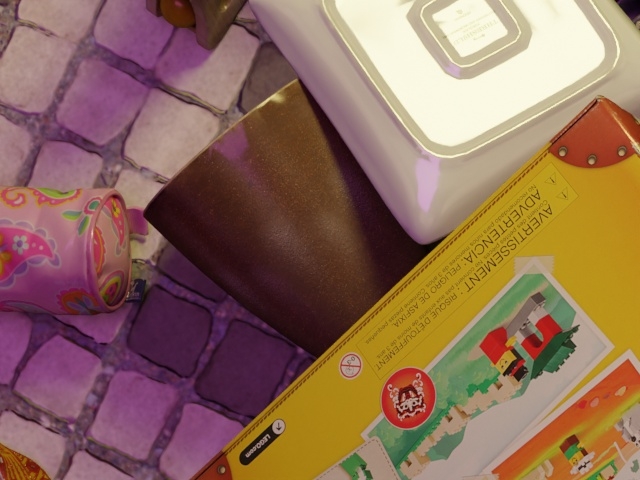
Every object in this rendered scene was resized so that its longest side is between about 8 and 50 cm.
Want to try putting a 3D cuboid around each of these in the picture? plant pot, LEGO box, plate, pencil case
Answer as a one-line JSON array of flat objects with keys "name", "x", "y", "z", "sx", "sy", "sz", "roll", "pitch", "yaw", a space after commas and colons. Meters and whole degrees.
[{"name": "plant pot", "x": 0.000, "y": 0.000, "z": 1.738, "sx": 0.215, "sy": 0.215, "sz": 0.230, "roll": -40, "pitch": 87, "yaw": 9}, {"name": "LEGO box", "x": 0.186, "y": 0.197, "z": 1.578, "sx": 0.500, "sy": 0.193, "sz": 0.372, "roll": -44, "pitch": 60, "yaw": 15}, {"name": "plate", "x": 0.123, "y": -0.173, "z": 1.664, "sx": 0.277, "sy": 0.045, "sz": 0.278, "roll": -30, "pitch": 72, "yaw": -14}, {"name": "pencil case", "x": -0.310, "y": 0.004, "z": 1.868, "sx": 0.284, "sy": 0.124, "sz": 0.124, "roll": 2, "pitch": 83, "yaw": 17}]

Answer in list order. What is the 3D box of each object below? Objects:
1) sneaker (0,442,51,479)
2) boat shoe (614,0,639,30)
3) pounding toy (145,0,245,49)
[{"name": "sneaker", "x": -0.312, "y": 0.229, "z": 1.874, "sx": 0.175, "sy": 0.064, "sz": 0.067, "roll": 34, "pitch": 113, "yaw": 23}, {"name": "boat shoe", "x": 0.288, "y": -0.217, "z": 1.733, "sx": 0.206, "sy": 0.065, "sz": 0.075, "roll": -36, "pitch": 74, "yaw": 10}, {"name": "pounding toy", "x": -0.102, "y": -0.253, "z": 1.760, "sx": 0.155, "sy": 0.269, "sz": 0.154, "roll": 35, "pitch": 70, "yaw": 18}]
